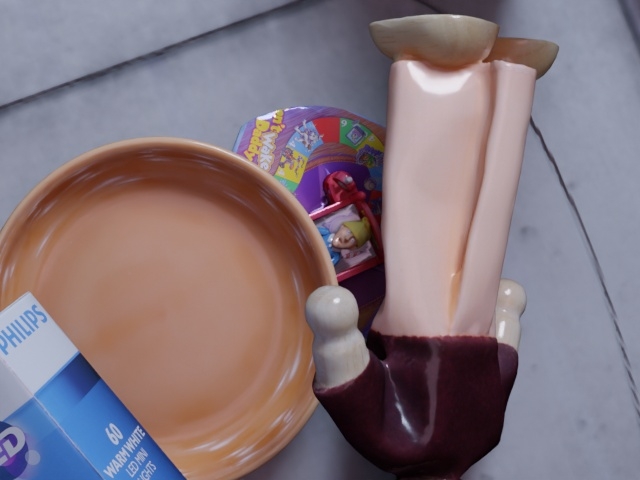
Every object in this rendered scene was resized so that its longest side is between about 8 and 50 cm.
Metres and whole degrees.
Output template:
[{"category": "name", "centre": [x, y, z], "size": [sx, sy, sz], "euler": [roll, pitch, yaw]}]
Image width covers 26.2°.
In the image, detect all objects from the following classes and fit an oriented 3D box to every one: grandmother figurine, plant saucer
[{"category": "grandmother figurine", "centre": [0.064, 0.054, 0.761], "size": [0.208, 0.104, 0.342], "euler": [3, 90, -43]}, {"category": "plant saucer", "centre": [-0.089, 0.042, 0.772], "size": [0.200, 0.037, 0.200], "euler": [0, 92, -4]}]

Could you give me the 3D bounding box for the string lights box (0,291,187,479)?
[{"category": "string lights box", "centre": [-0.127, 0.172, 0.720], "size": [0.133, 0.077, 0.260], "euler": [-37, 95, 15]}]

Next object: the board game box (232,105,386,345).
[{"category": "board game box", "centre": [0.000, 0.000, 0.815], "size": [0.133, 0.033, 0.169], "euler": [22, 80, -12]}]
